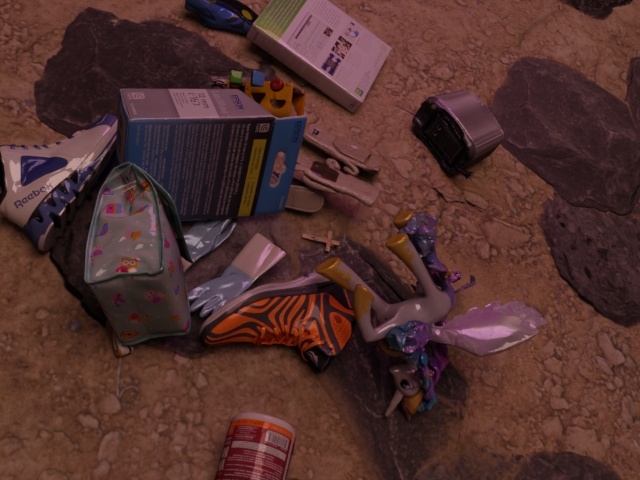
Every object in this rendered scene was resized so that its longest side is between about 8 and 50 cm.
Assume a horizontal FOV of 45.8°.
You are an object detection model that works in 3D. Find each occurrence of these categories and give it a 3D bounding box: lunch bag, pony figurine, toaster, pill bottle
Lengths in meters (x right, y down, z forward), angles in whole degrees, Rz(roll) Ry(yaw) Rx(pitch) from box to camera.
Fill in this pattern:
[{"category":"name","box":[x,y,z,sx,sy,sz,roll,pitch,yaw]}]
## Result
[{"category":"lunch bag","box":[-0.321,0.019,1.360,0.160,0.223,0.262,-9,52,-2]},{"category":"pony figurine","box":[0.209,0.134,1.482,0.351,0.303,0.363,-33,110,-15]},{"category":"toaster","box":[0.347,-0.267,1.861,0.146,0.129,0.227,-26,72,-33]},{"category":"pill bottle","box":[-0.120,0.417,1.288,0.121,0.121,0.221,20,56,-9]}]

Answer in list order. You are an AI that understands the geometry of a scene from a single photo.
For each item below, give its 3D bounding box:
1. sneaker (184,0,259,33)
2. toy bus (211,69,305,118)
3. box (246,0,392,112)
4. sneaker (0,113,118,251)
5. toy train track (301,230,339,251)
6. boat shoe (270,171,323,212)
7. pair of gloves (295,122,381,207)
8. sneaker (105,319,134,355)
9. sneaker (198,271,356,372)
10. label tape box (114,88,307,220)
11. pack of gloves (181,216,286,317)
[{"category":"sneaker","box":[-0.231,-0.546,1.848,0.209,0.082,0.069,23,40,-29]},{"category":"toy bus","box":[-0.135,-0.307,1.709,0.191,0.202,0.104,6,90,-26]},{"category":"box","box":[0.003,-0.490,1.877,0.322,0.058,0.232,35,54,-10]},{"category":"sneaker","box":[-0.521,-0.148,1.459,0.182,0.127,0.315,30,57,-5]},{"category":"toy train track","box":[0.000,0.000,1.643,0.083,0.014,0.048,13,65,-7]},{"category":"boat shoe","box":[-0.093,-0.113,1.657,0.206,0.075,0.065,17,14,-5]},{"category":"pair of gloves","box":[0.040,-0.165,1.703,0.204,0.042,0.240,22,34,-5]},{"category":"sneaker","box":[-0.369,0.173,1.394,0.037,0.032,0.083,-3,64,-41]},{"category":"sneaker","box":[-0.061,0.176,1.449,0.321,0.124,0.180,-18,68,-28]},{"category":"label tape box","box":[-0.224,-0.168,1.502,0.347,0.249,0.115,-6,45,-26]},{"category":"pack of gloves","box":[-0.217,0.051,1.521,0.195,0.046,0.232,35,56,19]}]
